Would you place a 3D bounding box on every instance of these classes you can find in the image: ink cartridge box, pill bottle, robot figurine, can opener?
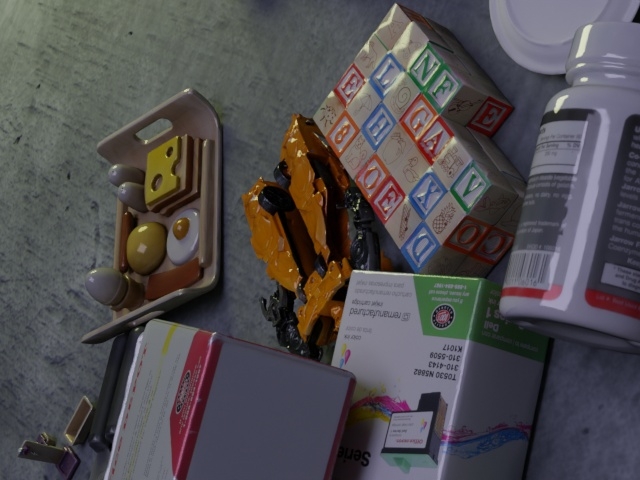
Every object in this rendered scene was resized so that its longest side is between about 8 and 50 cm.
[{"bbox_3d":[0.105,0.180,1.659,0.201,0.117,0.278,2,77,50],"label":"ink cartridge box"},{"bbox_3d":[-0.116,0.239,1.747,0.384,0.160,0.279,-179,103,-75],"label":"ink cartridge box"},{"bbox_3d":[0.274,-0.048,1.525,0.161,0.161,0.283,5,78,50],"label":"pill bottle"},{"bbox_3d":[0.000,0.000,1.876,0.211,0.085,0.291,-56,39,32],"label":"robot figurine"},{"bbox_3d":[-0.242,0.252,2.086,0.076,0.095,0.283,-26,42,43],"label":"can opener"}]

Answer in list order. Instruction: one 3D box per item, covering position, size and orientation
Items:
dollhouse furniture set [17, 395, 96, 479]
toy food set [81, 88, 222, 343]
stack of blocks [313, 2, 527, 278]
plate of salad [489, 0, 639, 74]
[{"bbox_3d":[-0.364,0.249,2.210,0.091,0.081,0.114,42,107,49],"label":"dollhouse furniture set"},{"bbox_3d":[-0.235,-0.030,2.167,0.220,0.092,0.306,-26,54,41],"label":"toy food set"},{"bbox_3d":[0.123,-0.105,1.786,0.171,0.087,0.297,-52,42,21],"label":"stack of blocks"},{"bbox_3d":[0.264,-0.271,1.726,0.200,0.048,0.200,-9,76,42],"label":"plate of salad"}]
